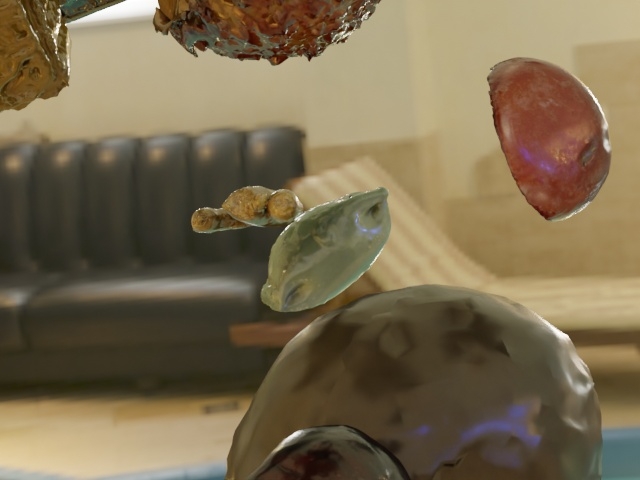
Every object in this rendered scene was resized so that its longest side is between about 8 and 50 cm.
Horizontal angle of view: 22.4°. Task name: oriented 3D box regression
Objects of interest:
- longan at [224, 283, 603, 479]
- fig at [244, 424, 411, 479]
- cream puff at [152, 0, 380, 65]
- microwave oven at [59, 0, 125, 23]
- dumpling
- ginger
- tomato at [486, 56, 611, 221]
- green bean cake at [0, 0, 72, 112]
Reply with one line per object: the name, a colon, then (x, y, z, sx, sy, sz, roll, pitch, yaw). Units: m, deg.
longan: (0.097, 0.261, 1.799, 0.404, 0.436, 0.404, 26, 30, -16)
fig: (0.030, 0.292, 1.490, 0.249, 0.204, 0.186, 30, -9, 32)
cream puff: (-0.028, -0.319, 1.443, 0.229, 0.350, 0.350, 0, 7, -16)
microwave oven: (-0.359, -0.492, 2.065, 0.333, 0.394, 0.247, -5, 48, 53)
dumpling: (-0.003, -0.002, 2.083, 0.149, 0.217, 0.105, 48, 4, 37)
ginger: (-0.072, -0.039, 1.917, 0.193, 0.052, 0.176, -6, 3, 34)
tomato: (0.249, -0.118, 1.705, 0.099, 0.173, 0.189, -21, 16, 17)
green bean cake: (-0.406, -0.242, 1.803, 0.224, 0.229, 0.131, -17, 35, 2)
